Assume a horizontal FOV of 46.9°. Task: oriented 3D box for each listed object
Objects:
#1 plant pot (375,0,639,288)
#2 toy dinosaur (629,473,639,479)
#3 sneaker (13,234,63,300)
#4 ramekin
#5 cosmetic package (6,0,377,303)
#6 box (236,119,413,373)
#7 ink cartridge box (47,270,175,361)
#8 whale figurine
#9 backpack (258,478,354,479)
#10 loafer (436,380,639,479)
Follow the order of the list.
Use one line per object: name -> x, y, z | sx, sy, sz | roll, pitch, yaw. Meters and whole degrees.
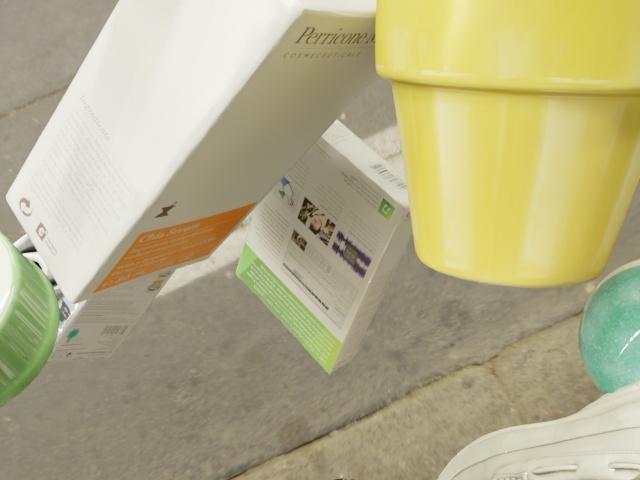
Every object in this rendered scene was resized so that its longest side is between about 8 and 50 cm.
plant pot -> 0.168, -0.096, 0.622 | 0.254, 0.254, 0.238 | 4, 105, 5
toy dinosaur -> 0.221, 0.156, 0.413 | 0.118, 0.064, 0.268 | 33, 101, 7
sneaker -> -0.441, 0.031, 1.417 | 0.366, 0.210, 0.137 | -21, 88, -2
ramekin -> -0.561, 0.107, 1.094 | 0.304, 0.148, 0.303 | 0, 59, 0
cosmetic package -> -0.127, -0.136, 0.796 | 0.453, 0.230, 0.161 | -44, 76, 36
box -> 0.000, 0.000, 1.028 | 0.059, 0.321, 0.232 | -20, 54, -41
ink cartridge box -> -0.391, 0.098, 1.397 | 0.065, 0.186, 0.311 | 46, 105, 23
whale figurine -> 0.409, 0.133, 0.774 | 0.272, 0.141, 0.216 | 26, 121, 16
backpack -> -0.060, 0.526, 1.222 | 0.264, 0.276, 0.213 | 25, 118, -22
loafer -> 0.197, 0.212, 0.609 | 0.112, 0.319, 0.111 | 36, 44, -9
